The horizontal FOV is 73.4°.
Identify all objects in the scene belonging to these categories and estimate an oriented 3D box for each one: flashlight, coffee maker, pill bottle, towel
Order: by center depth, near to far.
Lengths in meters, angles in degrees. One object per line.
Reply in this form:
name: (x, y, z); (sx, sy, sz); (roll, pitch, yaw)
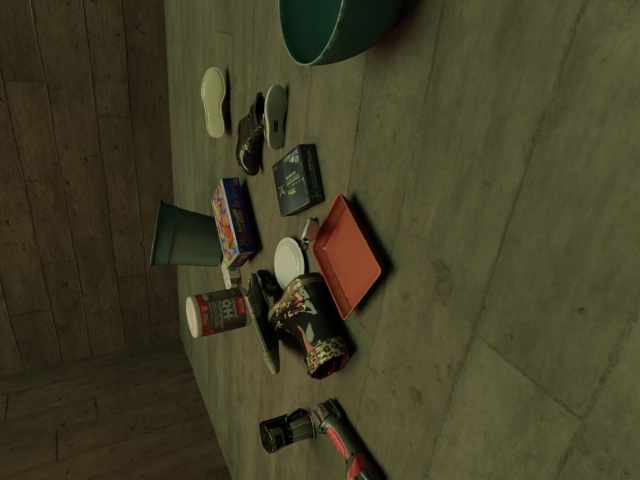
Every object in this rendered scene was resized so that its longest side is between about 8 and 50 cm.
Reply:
flashlight: (0.068, 0.628, 1.289); (0.304, 0.103, 0.103); (42, 136, 49)
coffee maker: (-0.132, 0.712, 1.604); (0.171, 0.178, 0.120); (-52, 51, 54)
towel: (-0.223, 0.302, 1.618); (0.324, 0.056, 0.312); (-122, 14, -79)
pill bottle: (-0.396, 0.296, 1.837); (0.176, 0.319, 0.176); (27, 122, 57)

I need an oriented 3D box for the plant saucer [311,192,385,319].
plant saucer: (0.075, 0.045, 1.173); (0.258, 0.048, 0.259); (65, 149, 29)

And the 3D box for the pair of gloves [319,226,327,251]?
pair of gloves: (0.000, 0.000, 1.341); (0.074, 0.010, 0.083); (6, 102, 62)

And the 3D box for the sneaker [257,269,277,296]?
sneaker: (-0.226, 0.175, 1.769); (0.144, 0.053, 0.059); (52, 142, 45)

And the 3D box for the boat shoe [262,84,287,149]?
boat shoe: (-0.164, -0.422, 1.463); (0.070, 0.078, 0.219); (46, 138, 46)

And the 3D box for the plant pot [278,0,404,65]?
plant pot: (0.058, -0.512, 0.892); (0.290, 0.196, 0.290); (24, 118, 58)

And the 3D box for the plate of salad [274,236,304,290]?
plate of salad: (-0.106, 0.088, 1.526); (0.200, 0.048, 0.199); (3, 94, 53)

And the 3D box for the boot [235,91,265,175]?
boot: (-0.251, -0.394, 1.621); (0.229, 0.091, 0.262); (-16, 81, 63)

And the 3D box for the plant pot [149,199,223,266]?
plant pot: (-0.673, -0.009, 2.203); (0.341, 0.335, 0.340); (-170, 90, -70)

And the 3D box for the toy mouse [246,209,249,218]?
toy mouse: (-0.353, -0.071, 1.964); (0.161, 0.031, 0.143); (57, 144, 38)

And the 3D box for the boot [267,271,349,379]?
boot: (-0.046, 0.310, 1.389); (0.377, 0.138, 0.284); (-58, 47, 44)

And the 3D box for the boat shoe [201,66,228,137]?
boat shoe: (-0.479, -0.630, 1.968); (0.091, 0.109, 0.304); (-97, 8, -72)

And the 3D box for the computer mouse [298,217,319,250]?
computer mouse: (-0.031, -0.022, 1.279); (0.193, 0.042, 0.105); (154, 137, -85)

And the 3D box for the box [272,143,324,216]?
box: (-0.078, -0.186, 1.384); (0.233, 0.059, 0.183); (-16, 84, 63)

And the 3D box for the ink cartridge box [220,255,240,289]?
ink cartridge box: (-0.459, 0.160, 2.195); (0.104, 0.060, 0.180); (-49, 54, 55)

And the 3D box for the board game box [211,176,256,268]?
board game box: (-0.394, -0.073, 1.921); (0.233, 0.078, 0.346); (-40, 62, 58)
